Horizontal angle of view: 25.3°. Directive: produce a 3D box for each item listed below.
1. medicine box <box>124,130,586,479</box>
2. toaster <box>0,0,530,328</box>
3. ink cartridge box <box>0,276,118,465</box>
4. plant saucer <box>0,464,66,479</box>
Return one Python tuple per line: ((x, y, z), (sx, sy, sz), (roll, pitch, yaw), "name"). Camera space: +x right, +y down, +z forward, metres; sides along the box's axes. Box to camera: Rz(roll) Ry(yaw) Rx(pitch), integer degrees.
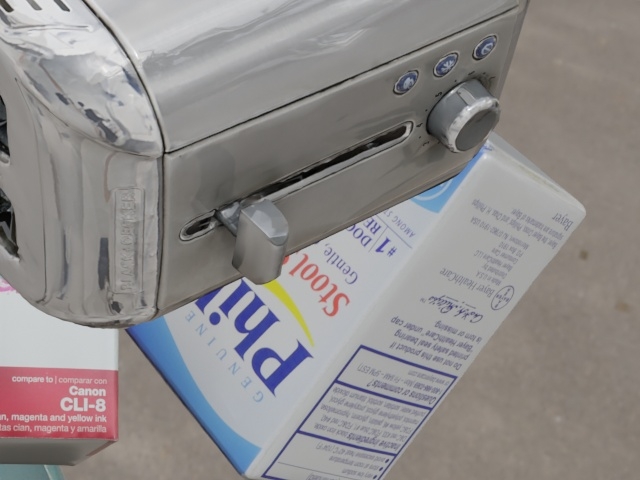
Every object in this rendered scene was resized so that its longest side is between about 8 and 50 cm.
((0.000, 0.000, 1.082), (0.149, 0.289, 0.263), (23, 17, -50), "medicine box")
((-0.061, -0.083, 0.413), (0.146, 0.129, 0.227), (-32, 64, -30), "toaster")
((-0.188, 0.034, 0.817), (0.127, 0.176, 0.128), (4, -16, -19), "ink cartridge box")
((-0.326, 0.254, 1.333), (0.317, 0.318, 0.043), (29, 29, 30), "plant saucer")
